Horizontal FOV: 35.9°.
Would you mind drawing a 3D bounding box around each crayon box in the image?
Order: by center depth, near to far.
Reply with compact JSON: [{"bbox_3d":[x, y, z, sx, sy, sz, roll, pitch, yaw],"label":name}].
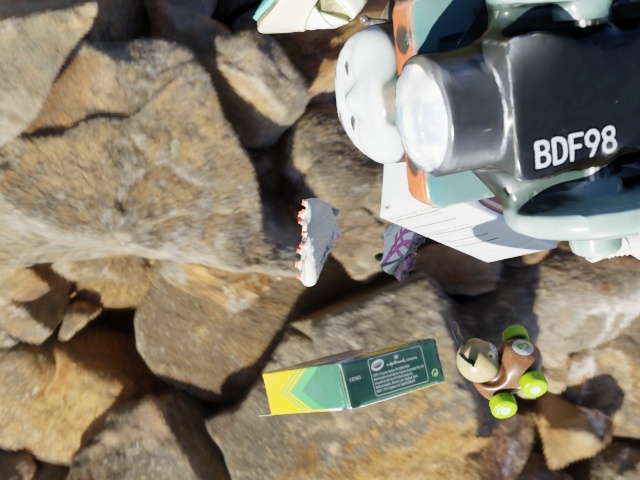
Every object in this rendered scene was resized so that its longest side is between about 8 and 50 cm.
[{"bbox_3d":[0.039,0.246,1.756,0.203,0.323,0.083,-10,84,-33],"label":"crayon box"}]

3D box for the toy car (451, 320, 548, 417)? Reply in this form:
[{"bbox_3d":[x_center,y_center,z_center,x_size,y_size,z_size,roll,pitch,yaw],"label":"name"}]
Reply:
[{"bbox_3d":[0.327,0.227,1.924,0.188,0.155,0.149,34,118,-31],"label":"toy car"}]

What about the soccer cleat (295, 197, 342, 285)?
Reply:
[{"bbox_3d":[0.000,0.000,1.696,0.076,0.068,0.196,11,44,-8],"label":"soccer cleat"}]

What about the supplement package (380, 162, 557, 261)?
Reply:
[{"bbox_3d":[0.219,-0.073,1.431,0.244,0.133,0.139,20,66,-39],"label":"supplement package"}]

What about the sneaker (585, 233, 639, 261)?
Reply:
[{"bbox_3d":[0.527,-0.005,1.804,0.232,0.090,0.115,31,90,-38],"label":"sneaker"}]

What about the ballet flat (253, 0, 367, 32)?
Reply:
[{"bbox_3d":[0.011,-0.215,0.789,0.086,0.248,0.086,4,76,-16],"label":"ballet flat"}]

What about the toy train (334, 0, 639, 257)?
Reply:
[{"bbox_3d":[0.172,-0.090,0.496,0.333,0.190,0.142,-14,105,-19],"label":"toy train"}]

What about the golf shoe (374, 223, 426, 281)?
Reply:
[{"bbox_3d":[0.160,-0.006,1.926,0.086,0.067,0.186,34,128,16],"label":"golf shoe"}]

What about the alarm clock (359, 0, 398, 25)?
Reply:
[{"bbox_3d":[0.121,-0.146,0.803,0.129,0.064,0.192,-43,117,-2],"label":"alarm clock"}]
